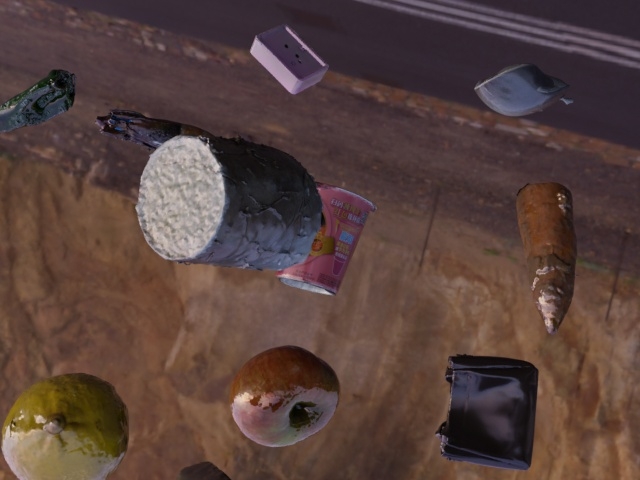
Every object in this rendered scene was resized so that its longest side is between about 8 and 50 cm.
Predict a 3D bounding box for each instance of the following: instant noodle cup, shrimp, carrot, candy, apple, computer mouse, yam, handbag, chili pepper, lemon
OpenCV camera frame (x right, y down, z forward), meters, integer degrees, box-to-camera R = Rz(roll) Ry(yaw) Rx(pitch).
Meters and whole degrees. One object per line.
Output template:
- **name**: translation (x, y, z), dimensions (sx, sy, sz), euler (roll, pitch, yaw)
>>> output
- **instant noodle cup**: translation (0.000, 0.000, 1.866), dimensions (0.243, 0.255, 0.244), euler (16, 170, 3)
- **shrimp**: translation (-0.343, -0.171, 1.527), dimensions (0.290, 0.054, 0.222), euler (19, 135, -28)
- **carrot**: translation (0.364, 0.030, 1.170), dimensions (0.101, 0.263, 0.102), euler (6, 146, 4)
- **candy**: translation (-0.247, 0.551, 1.585), dimensions (0.104, 0.102, 0.234), euler (-23, -173, -22)
- **apple**: translation (-0.107, 0.425, 2.064), dimensions (0.309, 0.278, 0.250), euler (-13, -150, -20)
- **computer mouse**: translation (0.553, -0.370, 1.908), dimensions (0.379, 0.090, 0.167), euler (1, 166, -38)
- **yam**: translation (-0.154, -0.060, 1.297), dimensions (0.241, 0.241, 0.348), euler (14, -176, 24)
- **handbag**: translation (0.440, 0.447, 1.930), dimensions (0.257, 0.285, 0.113), euler (8, 174, -5)
- **chili pepper**: translation (-0.604, -0.287, 1.522), dimensions (0.062, 0.216, 0.108), euler (54, 171, 16)
- **lemon**: translation (-0.547, 0.416, 1.590), dimensions (0.268, 0.268, 0.322), euler (15, 145, -12)

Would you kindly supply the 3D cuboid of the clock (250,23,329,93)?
- **clock**: translation (-0.091, -0.539, 2.171), dimensions (0.197, 0.150, 0.063), euler (46, 139, 7)
